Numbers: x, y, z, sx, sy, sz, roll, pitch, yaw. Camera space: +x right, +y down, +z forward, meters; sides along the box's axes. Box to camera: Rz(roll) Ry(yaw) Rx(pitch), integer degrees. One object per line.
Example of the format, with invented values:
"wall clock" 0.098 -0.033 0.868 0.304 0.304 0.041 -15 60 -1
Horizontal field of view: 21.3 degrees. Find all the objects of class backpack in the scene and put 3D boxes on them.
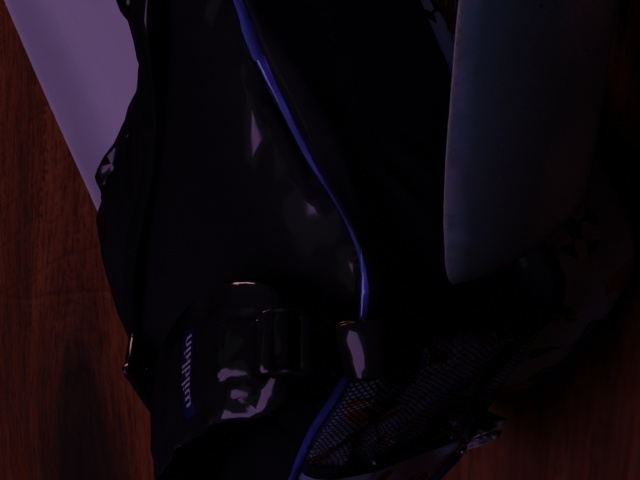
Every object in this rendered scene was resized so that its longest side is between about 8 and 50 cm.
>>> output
"backpack" 0.000 0.000 0.794 0.263 0.213 0.277 -59 41 49

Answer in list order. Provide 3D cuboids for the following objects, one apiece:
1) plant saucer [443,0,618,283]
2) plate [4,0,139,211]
"plant saucer" 0.086 -0.140 0.557 0.317 0.043 0.318 9 -90 -82
"plate" -0.094 -0.090 1.037 0.278 0.045 0.277 20 138 50
